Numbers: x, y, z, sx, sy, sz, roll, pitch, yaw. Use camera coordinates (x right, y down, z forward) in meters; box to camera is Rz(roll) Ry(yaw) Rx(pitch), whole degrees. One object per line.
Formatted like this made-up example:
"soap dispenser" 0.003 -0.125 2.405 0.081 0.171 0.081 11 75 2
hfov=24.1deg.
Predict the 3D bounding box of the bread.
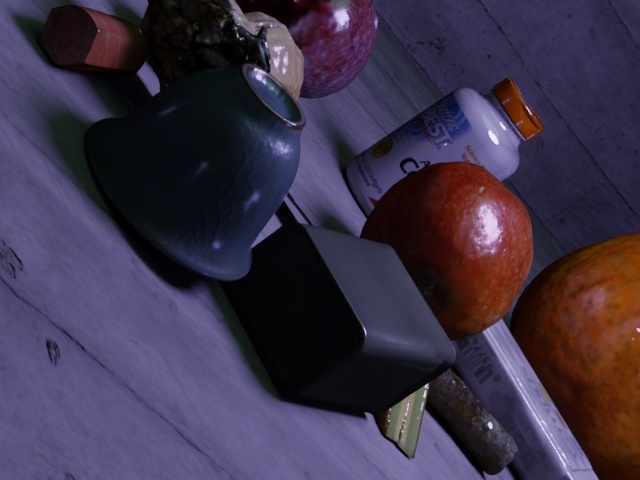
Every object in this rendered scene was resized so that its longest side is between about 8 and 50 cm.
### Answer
"bread" 0.070 0.175 1.713 0.074 0.084 0.139 44 48 -43

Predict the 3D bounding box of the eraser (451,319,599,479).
"eraser" 0.281 0.232 2.182 0.397 0.082 0.213 60 14 18

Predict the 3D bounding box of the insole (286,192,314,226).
"insole" 0.000 0.000 1.818 0.348 0.009 0.119 53 0 7

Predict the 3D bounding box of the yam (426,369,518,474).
"yam" 0.162 0.195 1.896 0.253 0.061 0.061 51 14 -24

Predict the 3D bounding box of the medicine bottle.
"medicine bottle" 0.194 -0.129 2.281 0.157 0.288 0.157 52 14 -18

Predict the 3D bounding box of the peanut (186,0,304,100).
"peanut" -0.102 -0.220 1.807 0.130 0.130 0.290 60 16 18

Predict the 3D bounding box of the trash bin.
"trash bin" 0.018 0.078 1.534 0.164 0.122 0.240 60 16 20

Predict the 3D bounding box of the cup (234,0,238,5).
"cup" -0.145 -0.314 2.073 0.054 0.075 0.083 -20 77 -39

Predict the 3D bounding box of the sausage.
"sausage" -0.215 -0.192 1.478 0.065 0.065 0.169 57 13 6

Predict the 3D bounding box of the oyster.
"oyster" -0.134 -0.167 1.545 0.083 0.214 0.223 -9 30 -33

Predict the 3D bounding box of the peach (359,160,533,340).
"peach" 0.151 0.027 1.959 0.232 0.256 0.232 32 -33 24

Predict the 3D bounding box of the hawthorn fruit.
"hawthorn fruit" 0.548 0.197 2.477 0.472 0.472 0.472 52 14 -18

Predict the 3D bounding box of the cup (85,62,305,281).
"cup" -0.091 -0.083 1.373 0.199 0.150 0.199 40 22 -19

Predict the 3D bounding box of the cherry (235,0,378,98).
"cherry" -0.023 -0.317 2.174 0.230 0.203 0.300 59 -1 20
